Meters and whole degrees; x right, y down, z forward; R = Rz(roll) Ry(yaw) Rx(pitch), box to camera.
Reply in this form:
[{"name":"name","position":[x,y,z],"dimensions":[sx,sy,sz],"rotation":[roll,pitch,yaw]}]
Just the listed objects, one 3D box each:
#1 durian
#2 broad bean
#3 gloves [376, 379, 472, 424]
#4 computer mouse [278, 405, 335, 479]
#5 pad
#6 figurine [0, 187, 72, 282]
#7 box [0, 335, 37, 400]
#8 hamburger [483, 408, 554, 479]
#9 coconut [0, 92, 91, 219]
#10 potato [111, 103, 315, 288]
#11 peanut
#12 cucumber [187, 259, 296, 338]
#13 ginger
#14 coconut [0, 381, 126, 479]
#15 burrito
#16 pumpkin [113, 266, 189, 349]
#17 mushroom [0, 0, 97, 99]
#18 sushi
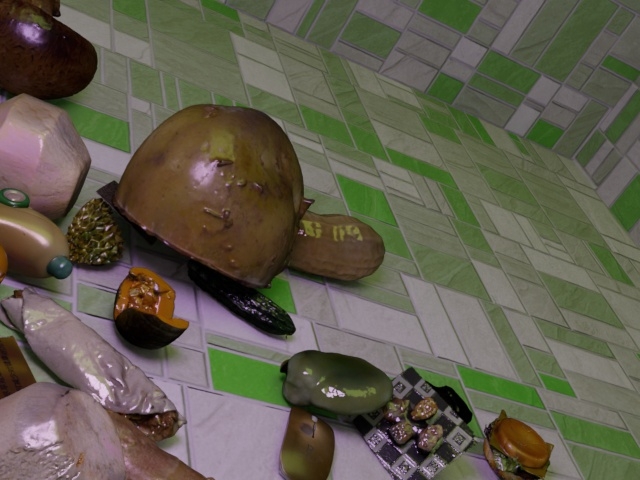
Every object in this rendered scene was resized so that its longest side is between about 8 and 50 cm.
[{"name":"durian","position":[-0.434,-0.012,1.847],"dimensions":[0.108,0.119,0.186],"rotation":[28,25,0]},{"name":"broad bean","position":[0.030,0.282,1.839],"dimensions":[0.228,0.100,0.169],"rotation":[20,25,8]},{"name":"gloves","position":[0.200,0.355,1.938],"dimensions":[0.164,0.124,0.203],"rotation":[28,12,40]},{"name":"computer mouse","position":[-0.024,0.378,1.719],"dimensions":[0.102,0.045,0.199],"rotation":[32,27,-8]},{"name":"pad","position":[-0.399,-0.061,1.961],"dimensions":[0.158,0.003,0.235],"rotation":[45,4,-9]},{"name":"figurine","position":[-0.603,0.011,1.621],"dimensions":[0.325,0.124,0.222],"rotation":[6,35,-34]},{"name":"box","position":[-0.554,0.220,1.387],"dimensions":[0.240,0.071,0.159],"rotation":[3,41,-46]},{"name":"hamburger","position":[0.420,0.461,2.007],"dimensions":[0.164,0.093,0.190],"rotation":[40,26,18]},{"name":"coconut","position":[-0.582,-0.164,1.821],"dimensions":[0.259,0.259,0.259],"rotation":[25,28,-14]},{"name":"potato","position":[-0.191,-0.123,1.958],"dimensions":[0.385,0.319,0.442],"rotation":[34,10,13]},{"name":"peanut","position":[0.002,0.004,2.252],"dimensions":[0.340,0.158,0.174],"rotation":[10,56,-31]},{"name":"cucumber","position":[-0.167,0.122,1.962],"dimensions":[0.265,0.077,0.077],"rotation":[36,27,6]},{"name":"ginger","position":[-0.274,0.365,1.393],"dimensions":[0.354,0.126,0.190],"rotation":[36,37,12]},{"name":"coconut","position":[-0.394,0.318,1.243],"dimensions":[0.227,0.230,0.227],"rotation":[57,10,-16]},{"name":"burrito","position":[-0.398,0.208,1.571],"dimensions":[0.392,0.076,0.117],"rotation":[38,33,14]},{"name":"pumpkin","position":[-0.326,0.140,1.724],"dimensions":[0.119,0.107,0.183],"rotation":[25,19,-31]},{"name":"mushroom","position":[-0.669,-0.499,2.200],"dimensions":[0.334,0.356,0.331],"rotation":[4,-38,53]},{"name":"sushi","position":[0.182,0.365,1.839],"dimensions":[0.193,0.040,0.210],"rotation":[-32,64,-19]}]
